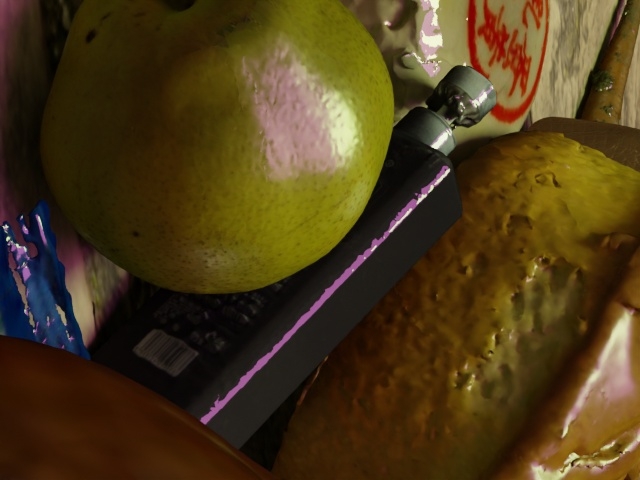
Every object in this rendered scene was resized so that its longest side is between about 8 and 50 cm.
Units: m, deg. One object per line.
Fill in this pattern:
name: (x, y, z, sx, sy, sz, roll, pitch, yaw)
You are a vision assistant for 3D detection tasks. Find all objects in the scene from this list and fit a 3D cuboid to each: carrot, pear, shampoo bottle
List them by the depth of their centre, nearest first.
pear: (-0.055, -0.063, 0.992, 0.198, 0.198, 0.198, -25, 119, -59)
shampoo bottle: (0.001, 0.000, 1.106, 0.309, 0.098, 0.071, -46, 139, -21)
carrot: (0.296, -0.158, 1.830, 0.049, 0.049, 0.254, 60, 42, -50)

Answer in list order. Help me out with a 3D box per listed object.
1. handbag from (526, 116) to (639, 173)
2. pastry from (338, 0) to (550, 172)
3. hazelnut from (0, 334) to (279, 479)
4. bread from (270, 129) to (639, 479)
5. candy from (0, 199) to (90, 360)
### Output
handbag: (0.233, -0.017, 1.618, 0.193, 0.151, 0.072, -67, 148, -31)
pastry: (0.073, -0.161, 1.290, 0.265, 0.133, 0.265, -17, 110, -57)
hazelnut: (-0.172, 0.216, 0.592, 0.429, 0.402, 0.402, -33, 134, -13)
bread: (0.143, 0.104, 1.274, 0.398, 0.215, 0.398, -51, 163, -22)
candy: (-0.207, 0.143, 0.865, 0.331, 0.077, 0.187, -50, 137, -44)
